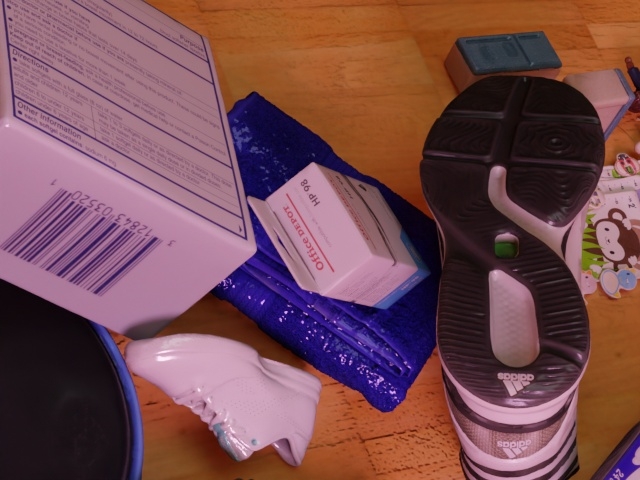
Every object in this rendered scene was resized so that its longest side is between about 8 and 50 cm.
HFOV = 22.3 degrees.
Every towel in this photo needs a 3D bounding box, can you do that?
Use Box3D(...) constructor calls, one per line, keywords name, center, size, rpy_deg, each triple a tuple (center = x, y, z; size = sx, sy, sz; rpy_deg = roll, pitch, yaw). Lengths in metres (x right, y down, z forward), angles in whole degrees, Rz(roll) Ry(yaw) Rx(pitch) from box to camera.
Box3D(name="towel", center=(0.000, 0.000, 1.566), size=(0.308, 0.076, 0.227), rpy_deg=(36, 51, -1))

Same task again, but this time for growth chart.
Box3D(name="growth chart", center=(0.302, -0.017, 1.763), size=(0.237, 0.021, 0.172), rpy_deg=(-13, 65, -30))

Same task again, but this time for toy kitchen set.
Box3D(name="toy kitchen set", center=(0.251, -0.174, 1.731), size=(0.122, 0.166, 0.207), rpy_deg=(-8, 56, -27))

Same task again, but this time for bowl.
Box3D(name="bowl", center=(-0.325, 0.157, 1.300), size=(0.391, 0.077, 0.391), rpy_deg=(13, 54, -18))

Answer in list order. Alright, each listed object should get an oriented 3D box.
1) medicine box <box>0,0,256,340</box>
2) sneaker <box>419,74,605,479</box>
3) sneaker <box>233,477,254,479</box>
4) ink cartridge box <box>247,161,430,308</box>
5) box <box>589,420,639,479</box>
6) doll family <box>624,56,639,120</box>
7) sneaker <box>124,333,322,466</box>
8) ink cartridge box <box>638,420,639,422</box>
Box3D(name="medicine box", center=(-0.217, -0.099, 1.389), size=(0.263, 0.149, 0.289), rpy_deg=(29, 32, -38))
Box3D(name="sneaker", center=(0.171, 0.057, 1.531), size=(0.169, 0.257, 0.447), rpy_deg=(4, 44, 6))
Box3D(name="sneaker", center=(-0.042, 0.243, 1.344), size=(0.267, 0.101, 0.106), rpy_deg=(-3, 70, -39))
Box3D(name="ink cartridge box", center=(0.019, -0.004, 1.433), size=(0.104, 0.060, 0.180), rpy_deg=(58, 17, 20))
Box3D(name="box", center=(0.300, 0.238, 1.406), size=(0.137, 0.072, 0.126), rpy_deg=(43, 53, 6))
Box3D(name="doll family", center=(0.418, -0.137, 1.871), size=(0.193, 0.076, 0.111), rpy_deg=(40, 54, 9))
Box3D(name="sneaker", center=(-0.080, 0.142, 1.405), size=(0.212, 0.080, 0.094), rpy_deg=(23, 64, -39))
Box3D(name="ink cartridge box", center=(0.369, 0.265, 1.543), size=(0.207, 0.119, 0.353), rpy_deg=(43, 51, 7))
